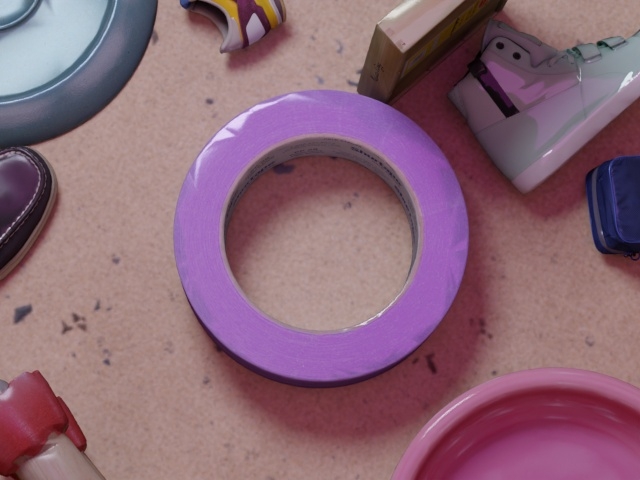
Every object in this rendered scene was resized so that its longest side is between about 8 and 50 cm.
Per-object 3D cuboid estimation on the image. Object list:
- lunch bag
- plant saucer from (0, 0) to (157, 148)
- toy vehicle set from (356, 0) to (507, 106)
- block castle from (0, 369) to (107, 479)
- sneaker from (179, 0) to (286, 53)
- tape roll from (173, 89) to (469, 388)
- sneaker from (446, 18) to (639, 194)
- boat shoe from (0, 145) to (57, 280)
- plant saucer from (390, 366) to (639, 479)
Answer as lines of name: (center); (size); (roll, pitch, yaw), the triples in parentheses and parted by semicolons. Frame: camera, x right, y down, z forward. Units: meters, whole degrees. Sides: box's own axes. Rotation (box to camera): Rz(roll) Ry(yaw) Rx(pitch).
lunch bag: (0.296, -0.030, 1.891); (0.067, 0.065, 0.098); (-2, 80, -17)
plant saucer: (-0.318, -0.248, 1.919); (0.317, 0.044, 0.318); (0, 81, -1)
toy vehicle set: (0.113, -0.206, 1.810); (0.166, 0.267, 0.035); (-41, 86, -8)
block castle: (-0.379, 0.303, 1.703); (0.453, 0.303, 0.213); (-40, 84, -8)
sneaker: (-0.113, -0.270, 1.913); (0.084, 0.069, 0.185); (-34, 83, -11)
tape roll: (0.000, 0.000, 1.866); (0.274, 0.090, 0.275); (0, 82, -2)
sneaker: (0.241, -0.182, 1.893); (0.256, 0.094, 0.151); (-42, 91, -5)
boat shoe: (-0.364, 0.016, 1.851); (0.285, 0.092, 0.103); (-40, 84, -7)
plant saucer: (0.216, 0.286, 1.831); (0.332, 0.084, 0.332); (0, 81, -2)
